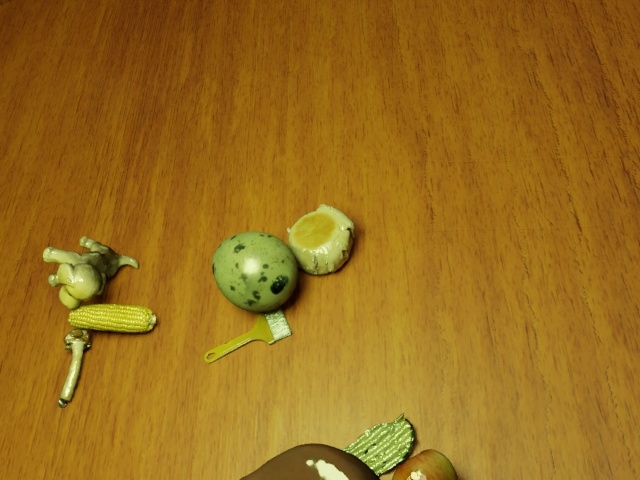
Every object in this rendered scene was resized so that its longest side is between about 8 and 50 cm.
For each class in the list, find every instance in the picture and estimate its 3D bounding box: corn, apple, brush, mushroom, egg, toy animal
[{"bbox_3d":[-0.485,0.182,1.633,0.206,0.067,0.067,1,56,5],"label":"corn"},{"bbox_3d":[0.183,0.430,1.216,0.126,0.126,0.102,-37,60,-8],"label":"apple"},{"bbox_3d":[-0.168,0.219,1.552,0.205,0.011,0.083,-26,53,1],"label":"brush"},{"bbox_3d":[-0.579,0.289,1.615,0.060,0.061,0.187,-23,51,40],"label":"mushroom"},{"bbox_3d":[-0.152,0.065,1.553,0.228,0.177,0.177,19,63,47],"label":"egg"},{"bbox_3d":[-0.566,0.076,1.674,0.168,0.121,0.233,9,18,14],"label":"toy animal"}]

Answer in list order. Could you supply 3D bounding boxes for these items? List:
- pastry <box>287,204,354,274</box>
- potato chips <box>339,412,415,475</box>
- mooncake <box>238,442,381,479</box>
[{"bbox_3d":[0.000,0.000,1.598,0.165,0.088,0.166,-8,55,12],"label":"pastry"},{"bbox_3d":[0.089,0.408,1.322,0.207,0.028,0.092,-28,51,-3],"label":"potato chips"},{"bbox_3d":[-0.019,0.531,1.180,0.333,0.174,0.326,-34,54,6],"label":"mooncake"}]
